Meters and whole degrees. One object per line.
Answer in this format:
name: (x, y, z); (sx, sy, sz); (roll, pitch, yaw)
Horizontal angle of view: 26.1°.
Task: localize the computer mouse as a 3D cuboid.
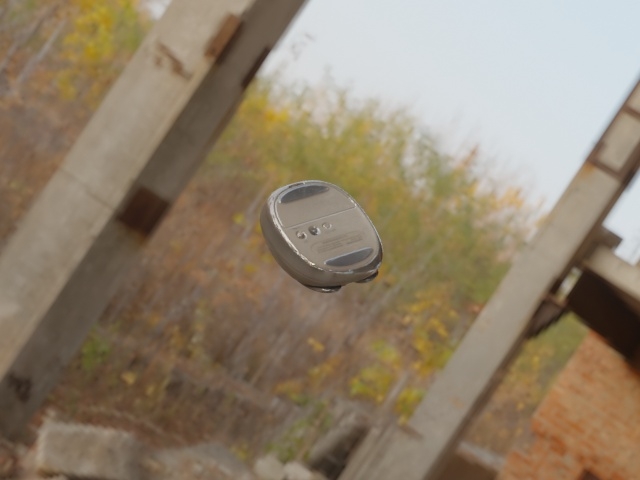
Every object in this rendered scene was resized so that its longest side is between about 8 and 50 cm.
computer mouse: (0.000, 0.001, 0.871); (0.096, 0.066, 0.039); (54, -29, 38)
